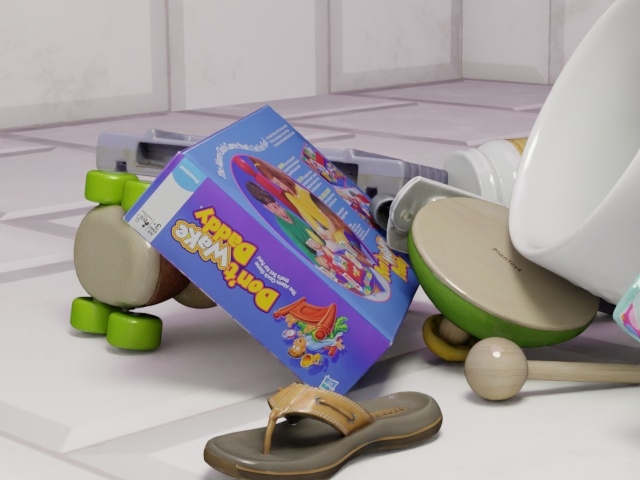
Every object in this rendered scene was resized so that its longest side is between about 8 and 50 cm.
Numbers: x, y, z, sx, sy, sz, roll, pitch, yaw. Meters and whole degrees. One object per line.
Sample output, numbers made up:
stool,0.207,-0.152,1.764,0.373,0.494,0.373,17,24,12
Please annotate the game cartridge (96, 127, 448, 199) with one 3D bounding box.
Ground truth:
game cartridge,-0.048,-0.084,1.737,0.355,0.068,0.230,7,6,17

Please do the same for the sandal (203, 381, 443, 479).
sandal,0.004,0.130,1.113,0.219,0.060,0.090,-9,14,-38

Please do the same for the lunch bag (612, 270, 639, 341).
lunch bag,0.381,0.080,1.088,0.262,0.160,0.223,32,-5,-26

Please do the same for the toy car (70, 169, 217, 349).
toy car,-0.132,0.019,1.480,0.188,0.155,0.149,3,7,-36

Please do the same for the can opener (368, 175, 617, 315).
can opener,0.183,0.001,1.493,0.283,0.076,0.095,17,11,-23

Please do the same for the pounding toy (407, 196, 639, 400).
pounding toy,0.156,0.074,1.355,0.183,0.110,0.237,6,37,-27

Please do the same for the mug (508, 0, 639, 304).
mug,0.390,-0.081,1.337,0.328,0.374,0.276,26,-23,-13

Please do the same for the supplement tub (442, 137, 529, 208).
supplement tub,0.255,-0.051,1.794,0.199,0.144,0.144,-4,12,-19

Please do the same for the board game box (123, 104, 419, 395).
board game box,-0.023,-0.001,1.391,0.233,0.078,0.347,42,15,0
